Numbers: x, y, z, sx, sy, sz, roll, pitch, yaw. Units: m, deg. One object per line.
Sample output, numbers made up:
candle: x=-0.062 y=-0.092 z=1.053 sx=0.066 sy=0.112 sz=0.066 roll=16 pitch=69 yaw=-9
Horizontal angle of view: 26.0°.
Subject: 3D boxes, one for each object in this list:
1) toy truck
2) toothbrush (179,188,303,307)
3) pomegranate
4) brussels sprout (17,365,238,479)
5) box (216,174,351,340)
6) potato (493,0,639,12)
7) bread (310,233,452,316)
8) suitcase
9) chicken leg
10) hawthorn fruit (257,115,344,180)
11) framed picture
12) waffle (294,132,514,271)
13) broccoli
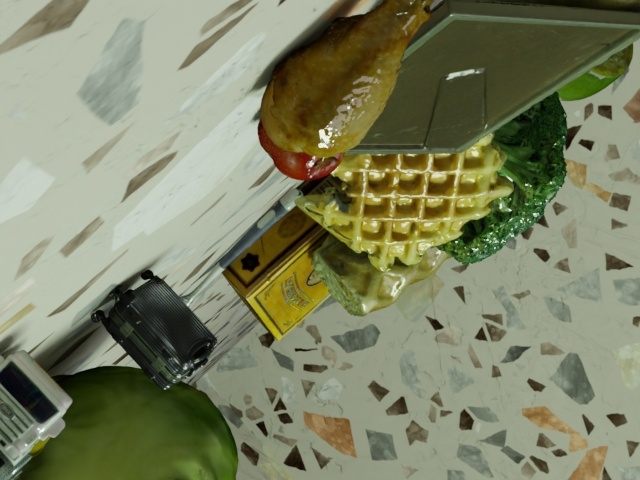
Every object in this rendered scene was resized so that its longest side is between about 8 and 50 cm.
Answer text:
toy truck: x=-0.307 y=0.175 z=1.356 sx=0.114 sy=0.098 sz=0.227 roll=-44 pitch=180 yaw=-23
toothbrush: x=-0.129 y=0.022 z=2.008 sx=0.288 sy=0.024 sz=0.026 roll=-42 pitch=162 yaw=20
pomegranate: x=0.374 y=-0.319 z=2.120 sx=0.159 sy=0.190 sz=0.241 roll=-27 pitch=-156 yaw=53
brussels sprout: x=-0.277 y=0.317 z=1.641 sx=0.425 sy=0.342 sz=0.361 roll=-40 pitch=-154 yaw=46
box: x=0.000 y=0.000 z=2.123 sx=0.301 sy=0.084 sz=0.193 roll=-42 pitch=153 yaw=-6
potato: x=0.268 y=-0.285 z=1.391 sx=0.210 sy=0.173 sz=0.307 roll=-34 pitch=178 yaw=-5
bread: x=0.119 y=0.000 z=2.030 sx=0.267 sy=0.152 sz=0.130 roll=-35 pitch=141 yaw=-19
suitcase: x=-0.181 y=0.101 z=1.550 sx=0.059 sy=0.126 sz=0.086 roll=-46 pitch=175 yaw=35
chicken leg: x=0.049 y=-0.171 z=1.167 sx=0.251 sy=0.087 sz=0.107 roll=-48 pitch=167 yaw=12
hawthorn fruit: x=-0.012 y=-0.098 z=1.291 sx=0.093 sy=0.093 sz=0.093 roll=-42 pitch=176 yaw=-3
framed picture: x=0.133 y=-0.153 z=1.382 sx=0.247 sy=0.022 sz=0.335 roll=-3 pitch=164 yaw=-31
waffle: x=0.101 y=-0.080 z=1.701 sx=0.250 sy=0.261 sz=0.056 roll=-37 pitch=-146 yaw=20
broccoli: x=0.183 y=-0.118 z=1.870 sx=0.275 sy=0.308 sz=0.308 roll=8 pitch=140 yaw=-40
